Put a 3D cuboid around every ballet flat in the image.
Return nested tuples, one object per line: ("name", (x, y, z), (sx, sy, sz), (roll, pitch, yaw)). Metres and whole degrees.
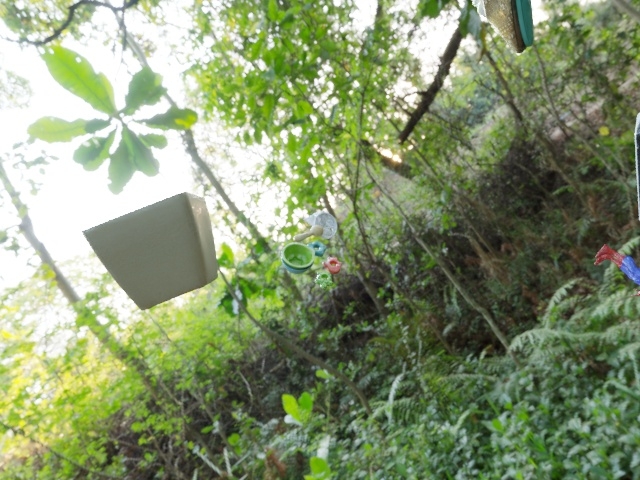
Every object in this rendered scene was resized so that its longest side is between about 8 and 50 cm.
("ballet flat", (0.160, -0.282, 0.439), (0.067, 0.206, 0.073), (-1, 23, 33))

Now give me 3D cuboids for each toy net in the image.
("toy net", (0.000, 0.000, 0.999), (0.232, 0.122, 0.045), (-67, -7, -47))

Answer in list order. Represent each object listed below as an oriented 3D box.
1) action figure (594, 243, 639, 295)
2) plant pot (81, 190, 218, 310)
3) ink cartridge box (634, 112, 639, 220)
("action figure", (0.359, 0.047, 0.502), (0.030, 0.115, 0.038), (-49, -36, -7))
("plant pot", (-0.168, 0.014, 0.501), (0.109, 0.096, 0.109), (-22, 3, -3))
("ink cartridge box", (0.480, -0.058, 0.520), (0.206, 0.208, 0.045), (9, 58, 43))
